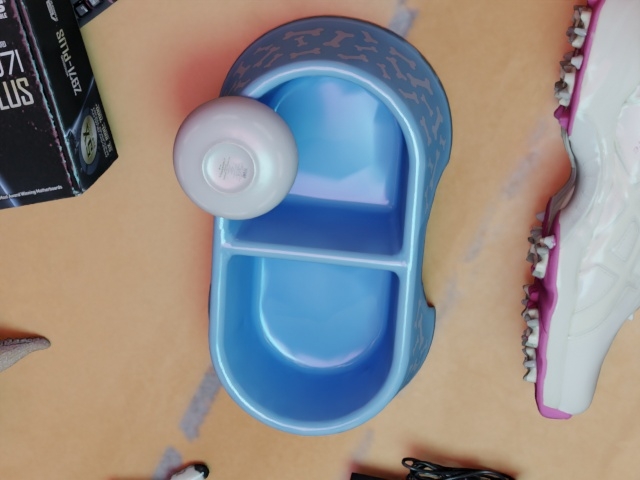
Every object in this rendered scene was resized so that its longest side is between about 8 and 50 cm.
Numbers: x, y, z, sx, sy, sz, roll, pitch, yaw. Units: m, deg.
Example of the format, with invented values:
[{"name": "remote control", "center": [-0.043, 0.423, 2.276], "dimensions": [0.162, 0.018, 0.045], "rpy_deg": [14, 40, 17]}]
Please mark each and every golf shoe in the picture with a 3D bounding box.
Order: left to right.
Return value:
[{"name": "golf shoe", "center": [0.209, -0.016, 1.089], "dimensions": [0.140, 0.115, 0.306], "rpy_deg": [9, 111, 1]}]

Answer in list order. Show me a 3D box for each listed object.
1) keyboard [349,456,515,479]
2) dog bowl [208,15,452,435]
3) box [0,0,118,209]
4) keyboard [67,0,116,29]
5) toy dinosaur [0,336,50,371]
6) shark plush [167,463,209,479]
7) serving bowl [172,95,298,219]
[{"name": "keyboard", "center": [0.115, 0.199, 1.224], "dimensions": [0.192, 0.038, 0.100], "rpy_deg": [11, 133, 3]}, {"name": "dog bowl", "center": [0.000, 0.000, 1.141], "dimensions": [0.166, 0.074, 0.297], "rpy_deg": [6, 110, 6]}, {"name": "box", "center": [-0.248, -0.096, 1.128], "dimensions": [0.180, 0.077, 0.147], "rpy_deg": [-8, 110, 16]}, {"name": "keyboard", "center": [-0.206, -0.223, 1.119], "dimensions": [0.108, 0.023, 0.180], "rpy_deg": [-33, 102, 17]}, {"name": "toy dinosaur", "center": [-0.358, 0.095, 1.203], "dimensions": [0.296, 0.127, 0.200], "rpy_deg": [-22, 98, 9]}, {"name": "shark plush", "center": [-0.141, 0.225, 1.252], "dimensions": [0.161, 0.073, 0.067], "rpy_deg": [-12, 137, 7]}, {"name": "serving bowl", "center": [-0.057, -0.050, 1.077], "dimensions": [0.083, 0.027, 0.083], "rpy_deg": [2, 110, 7]}]
